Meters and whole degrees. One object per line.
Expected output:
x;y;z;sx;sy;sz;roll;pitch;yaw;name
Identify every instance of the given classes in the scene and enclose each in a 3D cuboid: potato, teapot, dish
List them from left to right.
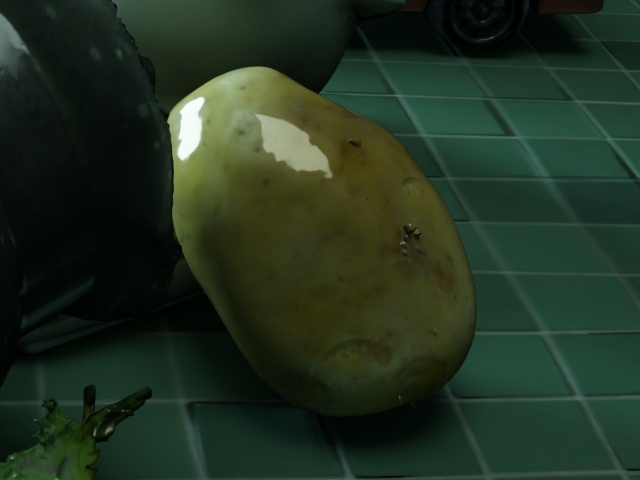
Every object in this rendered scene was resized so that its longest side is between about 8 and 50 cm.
-0.195;-0.006;0.643;0.285;0.223;0.305;-30;13;-31;teapot
-0.068;-0.099;0.993;0.228;0.086;0.236;3;-10;0;dish
0.000;0.000;0.790;0.178;0.109;0.118;58;29;14;potato

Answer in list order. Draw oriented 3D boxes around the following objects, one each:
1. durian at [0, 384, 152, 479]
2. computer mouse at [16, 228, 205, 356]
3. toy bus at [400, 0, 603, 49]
-0.106;0.117;0.569;0.086;0.100;0.215;14;19;12;durian
-0.092;-0.009;0.881;0.245;0.056;0.126;-19;36;-40;computer mouse
-0.005;-0.274;1.235;0.427;0.233;0.203;0;27;-15;toy bus
